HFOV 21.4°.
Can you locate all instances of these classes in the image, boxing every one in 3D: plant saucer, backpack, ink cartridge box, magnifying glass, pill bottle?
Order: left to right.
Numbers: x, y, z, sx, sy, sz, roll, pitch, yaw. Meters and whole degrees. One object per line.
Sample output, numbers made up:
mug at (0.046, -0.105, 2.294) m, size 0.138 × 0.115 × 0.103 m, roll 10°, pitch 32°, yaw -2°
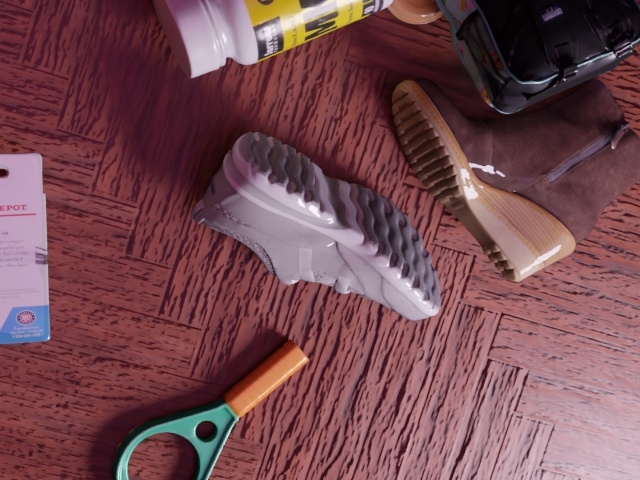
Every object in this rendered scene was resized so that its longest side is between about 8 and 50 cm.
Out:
ink cartridge box at (-0.310, 0.004, 1.580) m, size 0.104 × 0.060 × 0.180 m, roll -3°, pitch 101°, yaw -15°
magnifying glass at (-0.108, 0.184, 1.692) m, size 0.231 × 0.026 × 0.092 m, roll -41°, pitch 108°, yaw -6°
pill bottle at (-0.046, -0.236, 1.581) m, size 0.209 × 0.119 × 0.119 m, roll -24°, pitch 106°, yaw -10°
plant saucer at (0.098, -0.256, 1.674) m, size 0.084 × 0.013 × 0.083 m, roll -3°, pitch 101°, yaw -16°
backpack at (0.199, -0.231, 1.630) m, size 0.166 × 0.144 × 0.188 m, roll -25°, pitch 85°, yaw -16°

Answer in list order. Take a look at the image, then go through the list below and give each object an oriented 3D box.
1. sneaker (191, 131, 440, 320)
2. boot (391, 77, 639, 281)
sneaker at (0.000, 0.000, 1.669) m, size 0.281 × 0.105 × 0.115 m, roll 34°, pitch 123°, yaw -23°
boot at (0.204, -0.105, 1.714) m, size 0.207 × 0.090 × 0.248 m, roll -41°, pitch 104°, yaw -20°
